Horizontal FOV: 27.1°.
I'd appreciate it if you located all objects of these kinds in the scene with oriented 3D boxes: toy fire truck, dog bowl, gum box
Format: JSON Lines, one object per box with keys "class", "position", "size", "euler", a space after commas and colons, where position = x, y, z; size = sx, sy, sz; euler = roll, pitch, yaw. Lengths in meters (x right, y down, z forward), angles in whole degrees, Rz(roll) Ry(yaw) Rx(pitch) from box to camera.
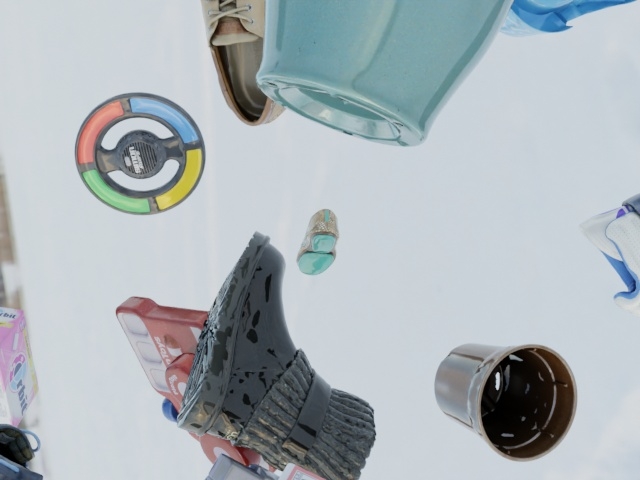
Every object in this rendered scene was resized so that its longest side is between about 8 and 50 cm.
{"class": "toy fire truck", "position": [-0.174, 0.222, 2.051], "size": [0.254, 0.169, 0.302], "euler": [6, 129, 44]}
{"class": "dog bowl", "position": [0.314, -0.361, 1.740], "size": [0.074, 0.297, 0.166], "euler": [-18, 96, 58]}
{"class": "gum box", "position": [-0.528, 0.218, 2.206], "size": [0.107, 0.062, 0.188], "euler": [-66, -21, -52]}

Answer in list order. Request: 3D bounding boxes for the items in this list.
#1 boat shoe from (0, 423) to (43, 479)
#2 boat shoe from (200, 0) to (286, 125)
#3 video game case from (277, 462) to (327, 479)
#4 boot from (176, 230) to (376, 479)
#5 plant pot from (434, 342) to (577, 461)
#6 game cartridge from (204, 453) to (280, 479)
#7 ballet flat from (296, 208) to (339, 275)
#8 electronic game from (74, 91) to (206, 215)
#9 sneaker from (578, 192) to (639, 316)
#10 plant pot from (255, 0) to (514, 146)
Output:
{"class": "boat shoe", "position": [-0.352, 0.248, 1.483], "size": [0.258, 0.109, 0.089], "euler": [30, 90, 54]}
{"class": "boat shoe", "position": [-0.106, -0.310, 1.843], "size": [0.116, 0.123, 0.324], "euler": [-67, -36, -62]}
{"class": "video game case", "position": [0.052, 0.366, 1.390], "size": [0.204, 0.285, 0.025], "euler": [-55, -14, -49]}
{"class": "boot", "position": [-0.039, 0.173, 1.855], "size": [0.131, 0.260, 0.348], "euler": [-51, 20, 52]}
{"class": "plant pot", "position": [0.258, 0.222, 1.927], "size": [0.165, 0.167, 0.167], "euler": [-171, 73, -66]}
{"class": "game cartridge", "position": [-0.055, 0.463, 1.859], "size": [0.068, 0.355, 0.230], "euler": [13, 71, 58]}
{"class": "ballet flat", "position": [0.000, 0.000, 2.425], "size": [0.206, 0.073, 0.067], "euler": [120, 157, -65]}
{"class": "electronic game", "position": [-0.315, -0.150, 2.323], "size": [0.048, 0.229, 0.229], "euler": [-96, 3, -64]}
{"class": "sneaker", "position": [0.415, -0.064, 1.524], "size": [0.130, 0.236, 0.323], "euler": [74, -167, -83]}
{"class": "plant pot", "position": [0.062, -0.240, 1.335], "size": [0.271, 0.271, 0.255], "euler": [171, 119, -77]}
